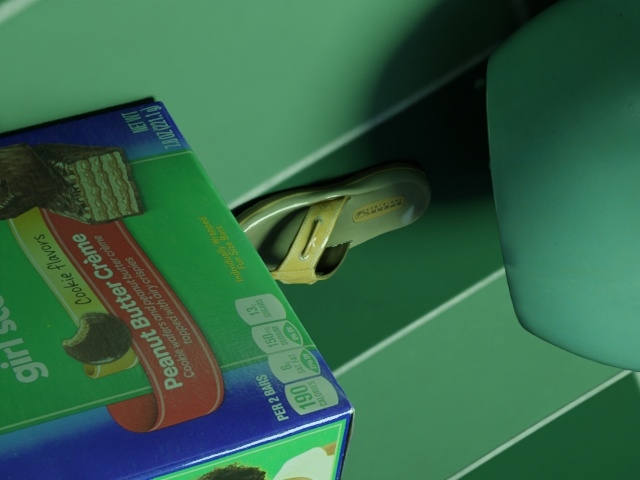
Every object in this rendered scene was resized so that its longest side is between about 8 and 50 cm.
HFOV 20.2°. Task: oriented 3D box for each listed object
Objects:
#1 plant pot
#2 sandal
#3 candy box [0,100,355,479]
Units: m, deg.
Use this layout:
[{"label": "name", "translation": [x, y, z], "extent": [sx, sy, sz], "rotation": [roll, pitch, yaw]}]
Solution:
[{"label": "plant pot", "translation": [0.232, -0.044, 1.133], "extent": [0.235, 0.293, 0.293], "rotation": [-7, 146, 12]}, {"label": "sandal", "translation": [0.000, 0.000, 1.205], "extent": [0.180, 0.049, 0.072], "rotation": [-20, 143, -17]}, {"label": "candy box", "translation": [-0.184, 0.075, 0.970], "extent": [0.317, 0.268, 0.122], "rotation": [-16, 138, -21]}]
